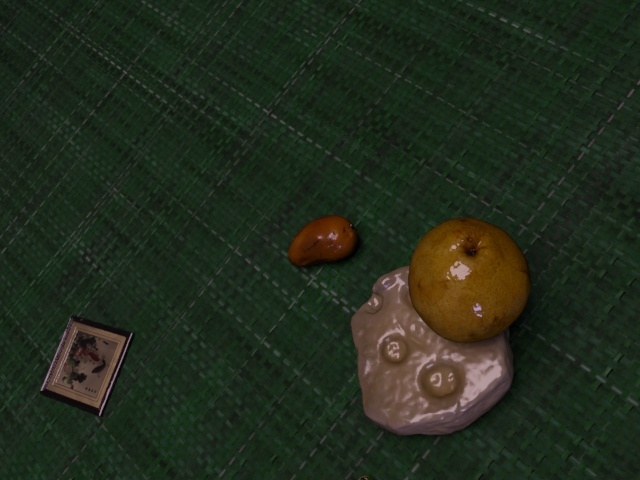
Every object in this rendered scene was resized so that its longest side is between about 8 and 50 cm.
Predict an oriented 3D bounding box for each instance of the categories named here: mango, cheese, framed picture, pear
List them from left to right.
[{"bbox_3d":[-0.534,0.283,1.817,0.195,0.010,0.199,11,74,29],"label":"framed picture"},{"bbox_3d":[-0.001,-0.002,1.648,0.159,0.084,0.105,-13,58,20],"label":"mango"},{"bbox_3d":[0.192,0.200,1.451,0.318,0.115,0.326,39,86,32],"label":"cheese"},{"bbox_3d":[0.241,0.060,1.313,0.209,0.209,0.209,-10,65,21],"label":"pear"}]

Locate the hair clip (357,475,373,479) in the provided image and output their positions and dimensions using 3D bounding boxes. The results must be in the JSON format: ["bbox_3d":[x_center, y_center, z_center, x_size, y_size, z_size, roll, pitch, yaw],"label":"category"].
[{"bbox_3d":[0.125,0.496,1.404,0.060,0.033,0.188,-44,60,5],"label":"hair clip"}]

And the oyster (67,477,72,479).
[{"bbox_3d":[-0.536,0.577,1.681,0.121,0.045,0.146,-16,61,34],"label":"oyster"}]
